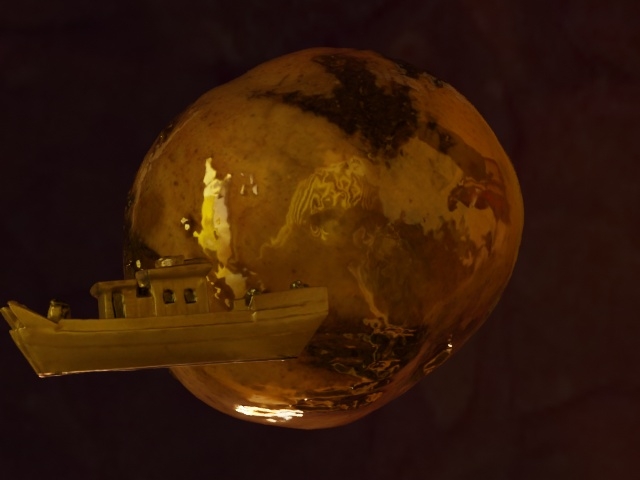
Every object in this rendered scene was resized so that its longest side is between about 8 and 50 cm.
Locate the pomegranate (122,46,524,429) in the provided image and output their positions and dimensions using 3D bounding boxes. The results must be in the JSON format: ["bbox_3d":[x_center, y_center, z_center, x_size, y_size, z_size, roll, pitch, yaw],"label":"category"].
[{"bbox_3d":[0.000,0.000,1.558,0.322,0.322,0.322,4,-15,1],"label":"pomegranate"}]

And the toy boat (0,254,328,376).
[{"bbox_3d":[-0.097,0.046,1.243,0.206,0.072,0.064,-2,-5,-18],"label":"toy boat"}]
